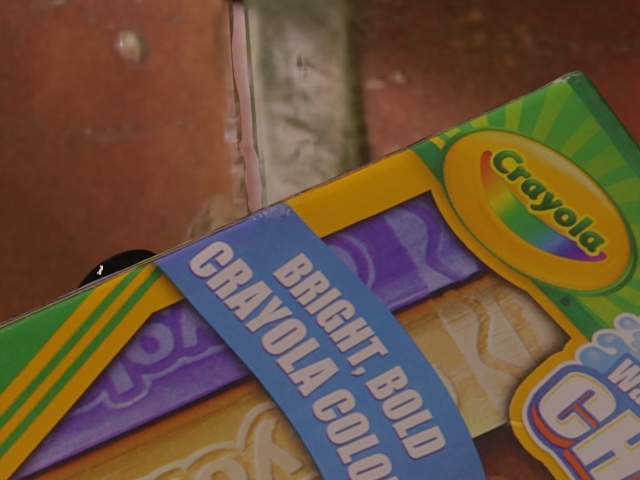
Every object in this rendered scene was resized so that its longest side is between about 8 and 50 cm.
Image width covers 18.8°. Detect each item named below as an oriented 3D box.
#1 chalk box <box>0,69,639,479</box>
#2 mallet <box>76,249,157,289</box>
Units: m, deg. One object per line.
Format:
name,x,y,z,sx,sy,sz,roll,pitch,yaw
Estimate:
chalk box,0.044,0.092,0.549,0.289,0.180,0.179,-23,61,-13
mallet,0.000,0.000,0.695,0.189,0.039,0.062,-32,61,-24
